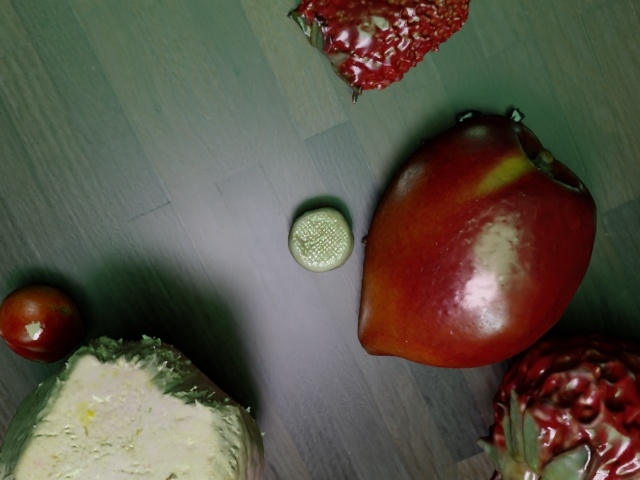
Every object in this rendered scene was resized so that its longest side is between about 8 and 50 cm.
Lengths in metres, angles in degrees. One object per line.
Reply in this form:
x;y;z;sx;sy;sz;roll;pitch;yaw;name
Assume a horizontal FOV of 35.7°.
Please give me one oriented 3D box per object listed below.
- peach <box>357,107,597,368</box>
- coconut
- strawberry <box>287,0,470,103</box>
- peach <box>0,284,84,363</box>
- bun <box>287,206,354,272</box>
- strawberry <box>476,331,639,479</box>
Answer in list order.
0.176;0.028;1.203;0.257;0.201;0.362;39;101;-12;peach
-0.219;0.266;1.211;0.297;0.309;0.298;0;74;1;coconut
0.078;-0.276;1.175;0.208;0.087;0.167;-41;101;7;strawberry
-0.352;0.105;1.264;0.100;0.101;0.101;0;105;-2;peach
0.000;0.000;1.266;0.086;0.055;0.086;0;91;-1;bun
0.391;0.261;1.246;0.345;0.295;0.318;-10;92;-21;strawberry
